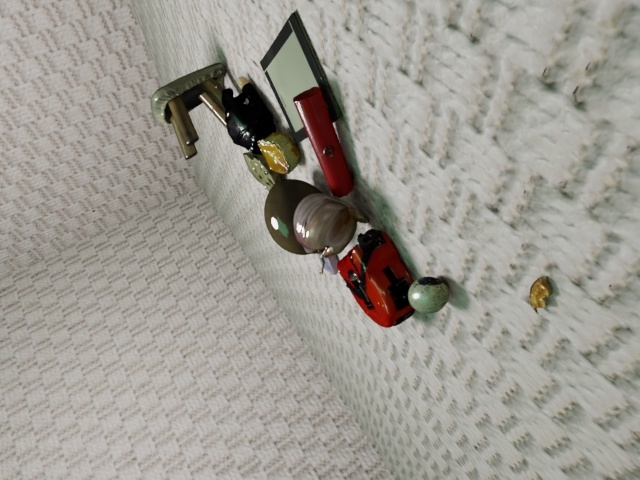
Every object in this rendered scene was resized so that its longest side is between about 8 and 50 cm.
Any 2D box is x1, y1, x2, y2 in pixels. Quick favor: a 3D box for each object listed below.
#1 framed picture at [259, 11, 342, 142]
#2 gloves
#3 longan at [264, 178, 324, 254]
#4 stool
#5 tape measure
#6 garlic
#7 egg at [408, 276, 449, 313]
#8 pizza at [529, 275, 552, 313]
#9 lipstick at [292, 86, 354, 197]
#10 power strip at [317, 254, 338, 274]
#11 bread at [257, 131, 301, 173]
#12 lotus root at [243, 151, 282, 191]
[{"bbox_3d":[-0.064,-0.411,1.211,0.264,0.016,0.347,64,162,-10],"label":"framed picture"},{"bbox_3d":[-0.254,-0.432,1.544,0.300,0.153,0.197,65,144,39],"label":"gloves"},{"bbox_3d":[-0.070,-0.077,1.420,0.248,0.248,0.248,53,161,27],"label":"longan"},{"bbox_3d":[-0.462,-0.492,1.750,0.226,0.311,0.310,59,165,-7],"label":"stool"},{"bbox_3d":[0.155,0.114,1.242,0.260,0.114,0.253,59,164,7],"label":"tape measure"},{"bbox_3d":[0.041,-0.020,1.236,0.207,0.207,0.256,40,153,51],"label":"garlic"},{"bbox_3d":[0.248,0.124,1.038,0.085,0.085,0.110,59,160,8],"label":"egg"},{"bbox_3d":[0.369,0.091,0.759,0.037,0.016,0.083,45,153,46],"label":"pizza"},{"bbox_3d":[0.014,-0.239,1.131,0.073,0.073,0.279,37,156,54],"label":"lipstick"},{"bbox_3d":[0.000,0.000,1.641,0.109,0.038,0.278,28,143,62],"label":"power strip"},{"bbox_3d":[-0.126,-0.280,1.459,0.128,0.069,0.140,16,143,49],"label":"bread"},{"bbox_3d":[-0.206,-0.276,1.742,0.183,0.078,0.203,41,165,18],"label":"lotus root"}]
